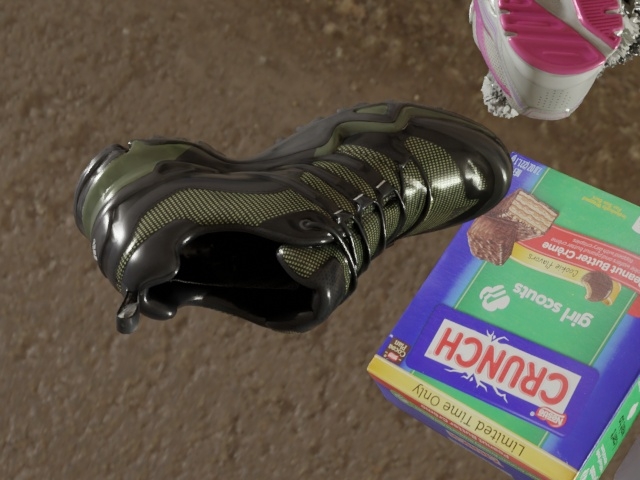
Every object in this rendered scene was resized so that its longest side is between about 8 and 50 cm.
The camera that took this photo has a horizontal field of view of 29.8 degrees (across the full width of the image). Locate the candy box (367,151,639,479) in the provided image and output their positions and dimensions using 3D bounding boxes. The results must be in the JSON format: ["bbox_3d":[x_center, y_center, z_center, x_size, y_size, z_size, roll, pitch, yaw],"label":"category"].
[{"bbox_3d":[0.249,0.096,1.346,0.268,0.122,0.317,28,77,29],"label":"candy box"}]

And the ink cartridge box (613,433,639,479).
[{"bbox_3d":[0.532,0.291,1.416,0.307,0.129,0.223,34,87,-20],"label":"ink cartridge box"}]

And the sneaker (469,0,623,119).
[{"bbox_3d":[0.150,-0.192,0.876,0.102,0.111,0.252,5,58,-1],"label":"sneaker"}]

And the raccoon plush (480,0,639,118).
[{"bbox_3d":[0.306,-0.239,1.592,0.216,0.446,0.299,34,49,14],"label":"raccoon plush"}]

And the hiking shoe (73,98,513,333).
[{"bbox_3d":[0.000,0.000,0.591,0.226,0.086,0.114,-10,47,-16],"label":"hiking shoe"}]
